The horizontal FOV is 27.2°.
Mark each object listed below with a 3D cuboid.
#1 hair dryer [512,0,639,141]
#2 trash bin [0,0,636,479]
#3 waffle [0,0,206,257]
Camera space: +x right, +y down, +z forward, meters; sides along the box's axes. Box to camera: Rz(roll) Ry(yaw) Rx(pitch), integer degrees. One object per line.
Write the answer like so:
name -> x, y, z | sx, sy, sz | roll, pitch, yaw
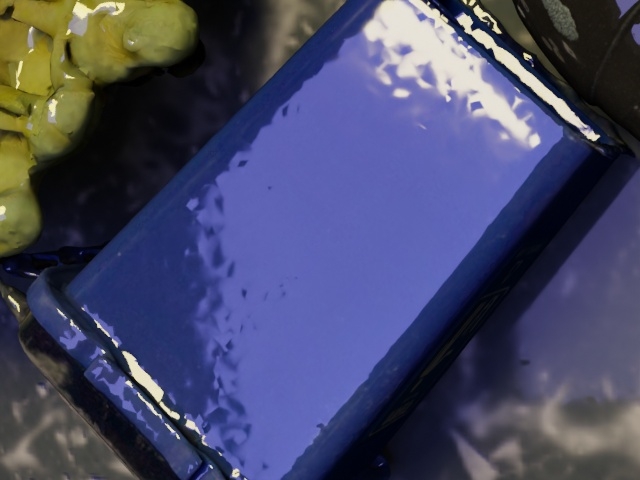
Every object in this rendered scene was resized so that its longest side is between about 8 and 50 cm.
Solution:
hair dryer -> 0.184, -0.188, 0.523 | 0.272, 0.091, 0.235 | -27, 76, 12
trash bin -> 0.000, 0.000, 0.572 | 0.184, 0.162, 0.234 | 45, 106, 11
waffle -> -0.180, -0.125, 0.612 | 0.297, 0.073, 0.317 | -28, 60, 25
